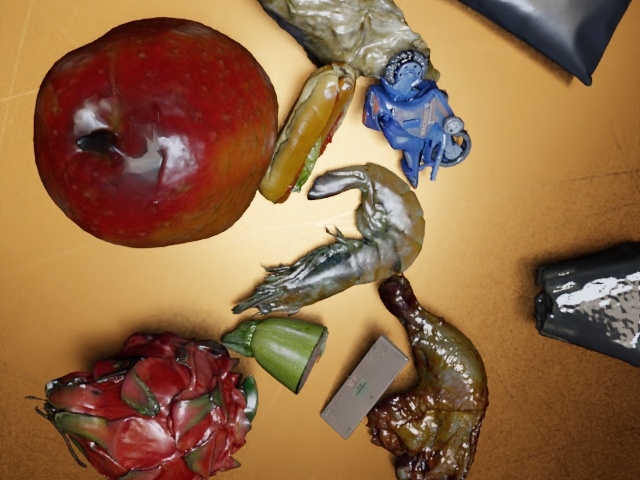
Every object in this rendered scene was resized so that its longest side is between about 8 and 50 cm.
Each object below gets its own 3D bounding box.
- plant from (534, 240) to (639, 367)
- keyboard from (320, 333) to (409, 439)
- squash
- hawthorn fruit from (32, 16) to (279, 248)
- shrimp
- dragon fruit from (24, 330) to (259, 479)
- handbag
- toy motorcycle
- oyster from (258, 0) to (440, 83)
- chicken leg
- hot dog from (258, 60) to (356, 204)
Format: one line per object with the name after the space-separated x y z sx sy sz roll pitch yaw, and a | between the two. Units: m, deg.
0.423 0.086 1.391 0.256 0.142 0.165 5 98 5 | plant
0.059 0.201 1.399 0.055 0.017 0.166 41 118 12 | keyboard
-0.066 0.137 1.386 0.132 0.105 0.105 24 96 9 | squash
-0.205 -0.126 1.197 0.284 0.369 0.285 2 96 15 | hawthorn fruit
0.000 0.000 1.383 0.296 0.058 0.169 -22 95 -7 | shrimp
-0.228 0.214 1.310 0.293 0.234 0.234 16 96 -12 | dragon fruit
0.307 -0.359 1.342 0.254 0.089 0.211 31 97 -5 | handbag
0.120 -0.156 1.325 0.114 0.076 0.205 -30 132 10 | toy motorcycle
0.004 -0.290 1.304 0.341 0.166 0.110 39 84 -26 | oyster
0.144 0.209 1.409 0.177 0.083 0.323 11 105 7 | chicken leg
-0.018 -0.129 1.306 0.062 0.092 0.236 36 131 7 | hot dog
